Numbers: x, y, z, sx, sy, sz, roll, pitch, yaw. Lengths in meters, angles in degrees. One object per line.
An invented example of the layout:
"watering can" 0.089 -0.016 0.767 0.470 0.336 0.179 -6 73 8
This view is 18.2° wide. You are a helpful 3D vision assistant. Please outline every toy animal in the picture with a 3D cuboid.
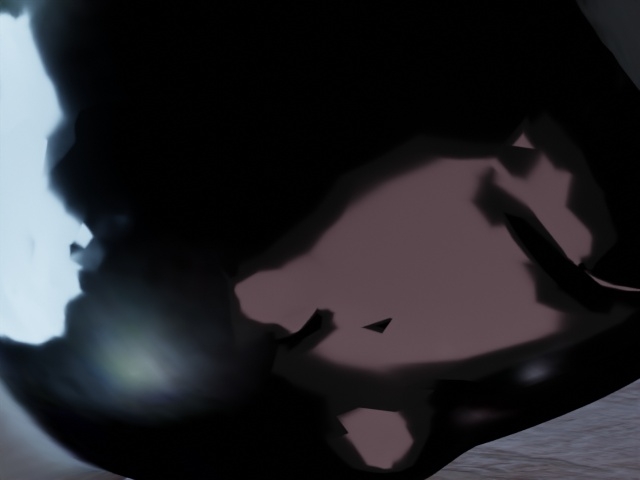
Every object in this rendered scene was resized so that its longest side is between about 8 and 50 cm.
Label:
"toy animal" -0.052 -0.037 0.521 0.310 0.251 0.251 -24 158 30
